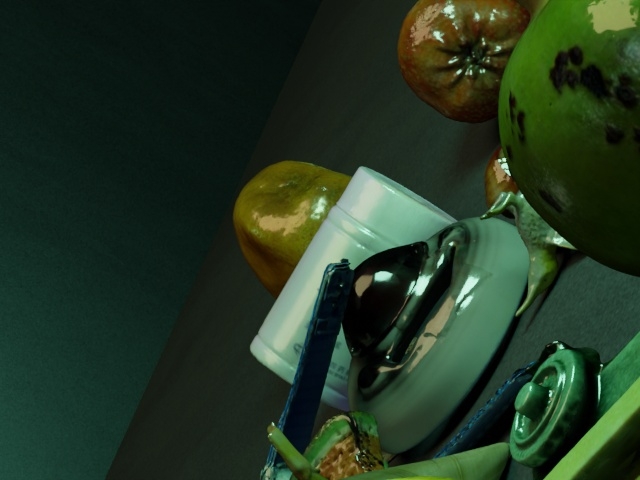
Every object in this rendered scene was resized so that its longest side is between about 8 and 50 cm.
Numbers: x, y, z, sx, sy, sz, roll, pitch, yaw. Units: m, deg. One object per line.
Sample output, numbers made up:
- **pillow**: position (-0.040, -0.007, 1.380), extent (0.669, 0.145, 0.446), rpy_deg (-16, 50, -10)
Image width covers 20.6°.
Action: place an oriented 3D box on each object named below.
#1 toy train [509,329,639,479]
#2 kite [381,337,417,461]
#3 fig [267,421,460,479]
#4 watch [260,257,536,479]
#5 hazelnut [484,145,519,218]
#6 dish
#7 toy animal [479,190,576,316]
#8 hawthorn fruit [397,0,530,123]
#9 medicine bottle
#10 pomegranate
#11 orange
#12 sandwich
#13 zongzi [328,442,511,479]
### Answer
- **toy train**: position (0.241, 0.110, 1.071), extent (0.369, 0.150, 0.237), rpy_deg (-55, 18, 34)
- **kite**: position (0.125, 0.128, 1.867), extent (0.323, 0.013, 0.268), rpy_deg (-59, 11, 0)
- **fig**: position (0.059, 0.222, 1.306), extent (0.159, 0.257, 0.159), rpy_deg (-50, -1, -1)
- **watch**: position (0.068, 0.192, 1.691), extent (0.276, 0.068, 0.274), rpy_deg (29, 105, 43)
- **hazelnut**: position (0.206, -0.061, 1.833), extent (0.086, 0.086, 0.086), rpy_deg (-57, 11, 18)
- **dish**: position (0.087, 0.072, 1.818), extent (0.273, 0.134, 0.273), rpy_deg (-53, 14, 20)
- **toy animal**: position (0.199, -0.011, 1.686), extent (0.155, 0.095, 0.219), rpy_deg (-57, 9, -7)
- **hawthorn fruit**: position (0.184, -0.240, 2.141), extent (0.179, 0.179, 0.200), rpy_deg (-56, 8, 21)
- **medicine bottle**: position (0.044, 0.056, 2.053), extent (0.254, 0.152, 0.152), rpy_deg (-59, 11, 7)
- **pomegranate**: position (0.231, -0.128, 1.242), extent (0.291, 0.323, 0.291), rpy_deg (-49, 16, 20)
- **orange**: position (0.000, 0.000, 2.239), extent (0.249, 0.249, 0.183), rpy_deg (-150, 74, -79)
- **sandwich**: position (0.031, 0.274, 1.614), extent (0.159, 0.079, 0.235), rpy_deg (-3, 82, 44)
- **zongzi**: position (0.062, 0.331, 1.460), extent (0.154, 0.317, 0.289), rpy_deg (-1, 97, 58)
